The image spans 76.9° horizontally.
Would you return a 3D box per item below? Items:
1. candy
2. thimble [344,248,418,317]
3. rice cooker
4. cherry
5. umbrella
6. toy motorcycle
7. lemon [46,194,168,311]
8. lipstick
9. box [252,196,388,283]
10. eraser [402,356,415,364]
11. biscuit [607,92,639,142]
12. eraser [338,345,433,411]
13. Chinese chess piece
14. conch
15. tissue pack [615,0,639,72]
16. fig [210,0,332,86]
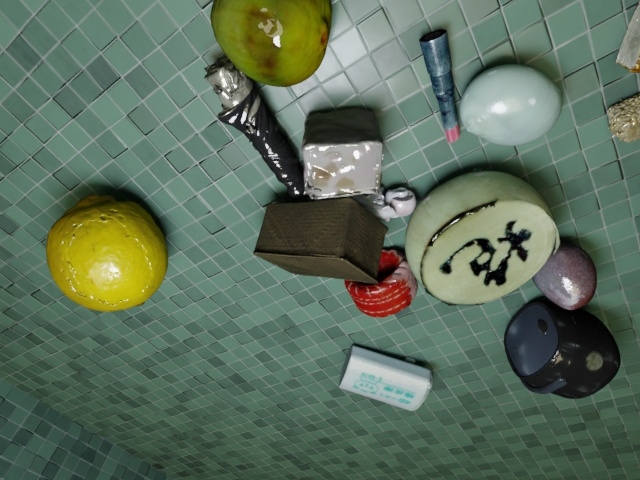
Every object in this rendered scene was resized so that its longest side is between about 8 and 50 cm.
[{"bbox_3d":[0.041,-0.190,0.877,0.184,0.195,0.137,-4,129,4],"label":"candy"},{"bbox_3d":[0.169,0.117,1.115,0.189,0.163,0.125,-17,125,19],"label":"thimble"},{"bbox_3d":[0.688,0.315,1.162,0.224,0.267,0.267,17,127,-11],"label":"rice cooker"},{"bbox_3d":[0.631,0.087,1.040,0.139,0.176,0.176,-23,124,0],"label":"cherry"},{"bbox_3d":[-0.136,-0.234,0.912,0.106,0.113,0.358,-18,126,21],"label":"umbrella"},{"bbox_3d":[0.110,-0.086,0.999,0.254,0.112,0.113,-1,127,6],"label":"toy motorcycle"},{"bbox_3d":[-0.548,0.037,1.054,0.296,0.297,0.297,3,128,4],"label":"lemon"},{"bbox_3d":[0.260,-0.311,0.846,0.053,0.053,0.234,-14,126,16],"label":"lipstick"},{"bbox_3d":[-0.001,0.002,0.967,0.273,0.143,0.184,1,160,37],"label":"box"},{"bbox_3d":[0.305,0.451,1.446,0.038,0.019,0.083,18,127,-6],"label":"eraser"},{"bbox_3d":[0.689,-0.270,0.822,0.168,0.070,0.082,-23,130,20],"label":"biscuit"},{"bbox_3d":[0.224,0.484,1.413,0.289,0.104,0.189,17,130,2],"label":"eraser"},{"bbox_3d":[0.383,0.004,0.982,0.349,0.146,0.350,-4,129,-4],"label":"Chinese chess piece"},{"bbox_3d":[0.399,-0.266,0.841,0.220,0.121,0.185,12,157,-9],"label":"conch"},{"bbox_3d":[0.690,-0.392,0.712,0.225,0.092,0.183,3,128,3],"label":"tissue pack"},{"bbox_3d":[-0.097,-0.392,0.729,0.229,0.207,0.207,13,128,-5],"label":"fig"}]
